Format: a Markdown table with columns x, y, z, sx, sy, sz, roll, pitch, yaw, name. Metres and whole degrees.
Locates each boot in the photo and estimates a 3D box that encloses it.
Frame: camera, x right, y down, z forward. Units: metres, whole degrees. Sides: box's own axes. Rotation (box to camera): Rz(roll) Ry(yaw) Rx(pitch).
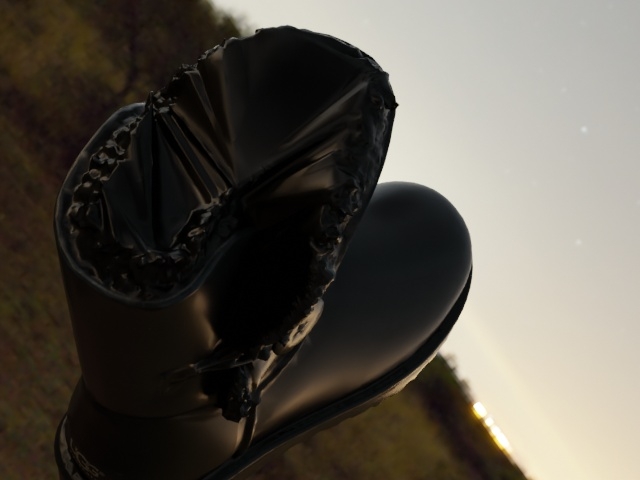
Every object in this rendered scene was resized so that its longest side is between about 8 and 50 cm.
| x | y | z | sx | sy | sz | roll | pitch | yaw | name |
| --- | --- | --- | --- | --- | --- | --- | --- | --- | --- |
| 0.000 | 0.000 | 0.471 | 0.094 | 0.246 | 0.207 | 45 | -34 | 18 | boot |
